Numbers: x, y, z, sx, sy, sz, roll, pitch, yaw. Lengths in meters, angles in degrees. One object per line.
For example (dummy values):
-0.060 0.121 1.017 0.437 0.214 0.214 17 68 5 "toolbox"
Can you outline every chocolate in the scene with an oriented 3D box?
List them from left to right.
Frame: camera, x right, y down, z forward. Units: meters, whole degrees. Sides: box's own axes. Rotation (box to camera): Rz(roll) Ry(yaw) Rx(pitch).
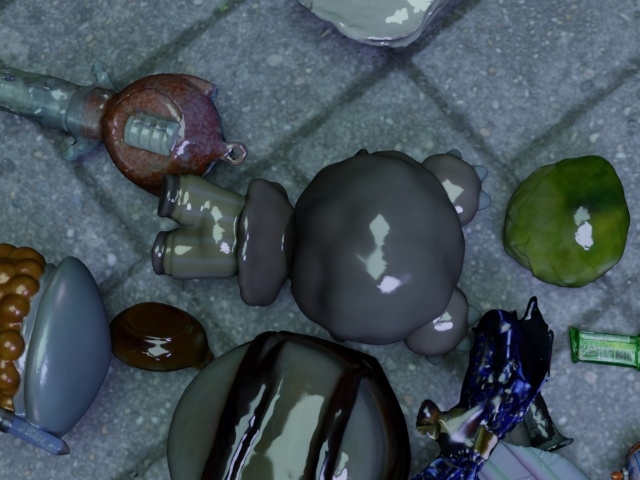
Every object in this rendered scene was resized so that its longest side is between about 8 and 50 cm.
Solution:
-0.040 0.215 1.146 0.284 0.186 0.283 -2 69 6 "chocolate"
0.162 0.198 1.106 0.148 0.126 0.343 41 68 -24 "chocolate"

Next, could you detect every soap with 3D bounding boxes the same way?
0.249 0.324 1.136 0.145 0.091 0.230 -38 51 -7 "soap"

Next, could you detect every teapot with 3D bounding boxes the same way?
-0.191 0.125 1.255 0.129 0.078 0.098 12 36 8 "teapot"

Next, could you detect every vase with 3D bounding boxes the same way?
0.234 0.167 1.220 0.059 0.059 0.167 -22 78 0 "vase"

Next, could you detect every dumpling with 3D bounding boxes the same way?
0.096 -0.416 1.295 0.260 0.181 0.341 30 104 18 "dumpling"

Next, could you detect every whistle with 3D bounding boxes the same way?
-0.247 -0.147 1.291 0.346 0.134 0.142 17 117 15 "whistle"

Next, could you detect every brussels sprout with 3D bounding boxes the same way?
0.289 -0.024 1.222 0.149 0.122 0.151 -26 79 -4 "brussels sprout"

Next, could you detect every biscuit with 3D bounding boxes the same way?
0.337 0.128 1.241 0.089 0.016 0.046 6 77 5 "biscuit"

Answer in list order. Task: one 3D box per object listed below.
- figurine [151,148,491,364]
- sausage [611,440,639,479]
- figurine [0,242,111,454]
-0.001 0.000 1.199 0.381 0.203 0.248 6 83 7 "figurine"
0.443 0.241 1.183 0.234 0.071 0.071 -12 78 1 "sausage"
-0.413 0.119 1.232 0.382 0.205 0.224 1 81 25 "figurine"
